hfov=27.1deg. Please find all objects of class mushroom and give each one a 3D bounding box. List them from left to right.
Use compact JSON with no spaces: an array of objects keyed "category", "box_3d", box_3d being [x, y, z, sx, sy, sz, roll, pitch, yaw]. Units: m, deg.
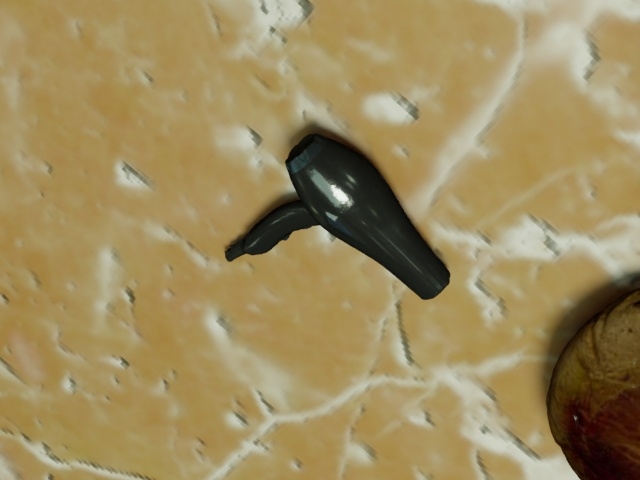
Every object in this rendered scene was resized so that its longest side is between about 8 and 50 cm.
[{"category":"mushroom","box_3d":[0.144,0.070,0.487,0.123,0.052,0.123,7,116,15]}]

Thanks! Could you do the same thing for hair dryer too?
[{"category":"hair dryer","box_3d":[0.000,0.000,0.516,0.083,0.031,0.079,-23,118,43]}]
